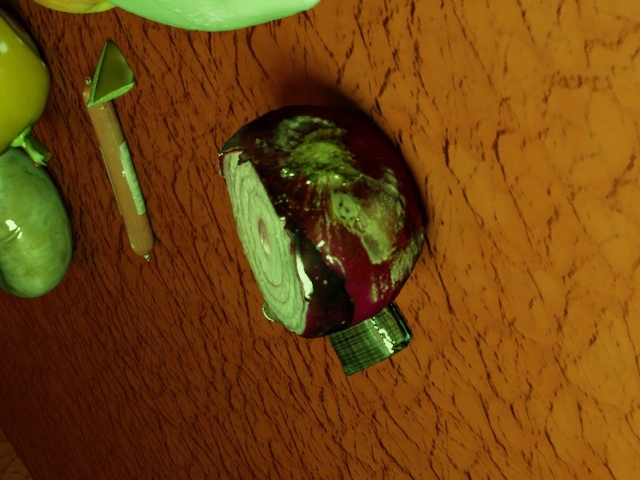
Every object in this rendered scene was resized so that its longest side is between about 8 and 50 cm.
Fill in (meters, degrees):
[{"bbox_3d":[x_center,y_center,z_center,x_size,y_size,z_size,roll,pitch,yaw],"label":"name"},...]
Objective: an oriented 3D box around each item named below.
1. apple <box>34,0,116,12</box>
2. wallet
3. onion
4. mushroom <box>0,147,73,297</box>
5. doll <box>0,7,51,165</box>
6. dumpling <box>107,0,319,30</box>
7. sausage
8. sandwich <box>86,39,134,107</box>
[{"bbox_3d":[-0.201,-0.283,1.268,0.199,0.199,0.199,44,151,33],"label":"apple"},{"bbox_3d":[-0.004,0.013,1.356,0.230,0.042,0.124,58,153,3],"label":"wallet"},{"bbox_3d":[0.000,0.000,1.217,0.195,0.140,0.218,51,155,30],"label":"onion"},{"bbox_3d":[-0.464,-0.016,2.009,0.243,0.243,0.243,44,151,33],"label":"mushroom"},{"bbox_3d":[-0.411,-0.167,1.791,0.236,0.213,0.213,48,156,-2],"label":"doll"},{"bbox_3d":[-0.105,-0.263,1.042,0.320,0.212,0.270,13,133,4],"label":"dumpling"},{"bbox_3d":[-0.233,-0.080,1.714,0.034,0.034,0.253,30,141,49],"label":"sausage"},{"bbox_3d":[-0.222,-0.175,1.588,0.031,0.044,0.083,137,146,-61],"label":"sandwich"}]
